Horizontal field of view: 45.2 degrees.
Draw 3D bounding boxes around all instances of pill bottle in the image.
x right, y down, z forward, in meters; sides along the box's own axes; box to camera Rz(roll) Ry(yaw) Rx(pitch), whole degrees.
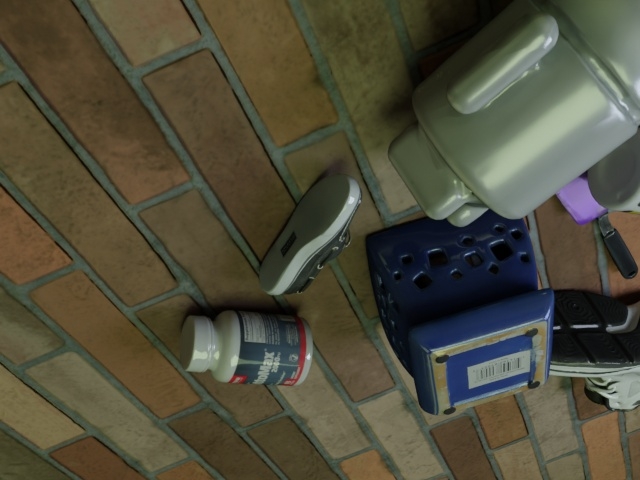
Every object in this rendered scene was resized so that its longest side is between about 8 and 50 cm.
[{"bbox_3d":[0.495,-0.088,1.085,0.208,0.119,0.119,7,131,-24],"label":"pill bottle"},{"bbox_3d":[-0.112,0.160,1.147,0.180,0.108,0.108,7,131,-23],"label":"pill bottle"}]

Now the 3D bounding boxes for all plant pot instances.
[{"bbox_3d":[0.214,0.109,1.125,0.235,0.212,0.236,-16,135,-1],"label":"plant pot"}]

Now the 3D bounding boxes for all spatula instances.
[{"bbox_3d":[0.449,-0.020,1.201,0.084,0.030,0.296,-36,134,10],"label":"spatula"}]

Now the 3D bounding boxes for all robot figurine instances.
[{"bbox_3d":[0.247,-0.164,0.871,0.353,0.200,0.300,-39,160,21],"label":"robot figurine"}]

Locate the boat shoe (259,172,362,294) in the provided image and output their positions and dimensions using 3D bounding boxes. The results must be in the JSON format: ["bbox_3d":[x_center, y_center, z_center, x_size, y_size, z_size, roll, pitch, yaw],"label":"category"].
[{"bbox_3d":[0.000,0.000,1.047,0.076,0.080,0.228,10,131,-34],"label":"boat shoe"}]

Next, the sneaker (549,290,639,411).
[{"bbox_3d":[0.494,0.228,1.361,0.447,0.169,0.258,-2,132,-19],"label":"sneaker"}]
